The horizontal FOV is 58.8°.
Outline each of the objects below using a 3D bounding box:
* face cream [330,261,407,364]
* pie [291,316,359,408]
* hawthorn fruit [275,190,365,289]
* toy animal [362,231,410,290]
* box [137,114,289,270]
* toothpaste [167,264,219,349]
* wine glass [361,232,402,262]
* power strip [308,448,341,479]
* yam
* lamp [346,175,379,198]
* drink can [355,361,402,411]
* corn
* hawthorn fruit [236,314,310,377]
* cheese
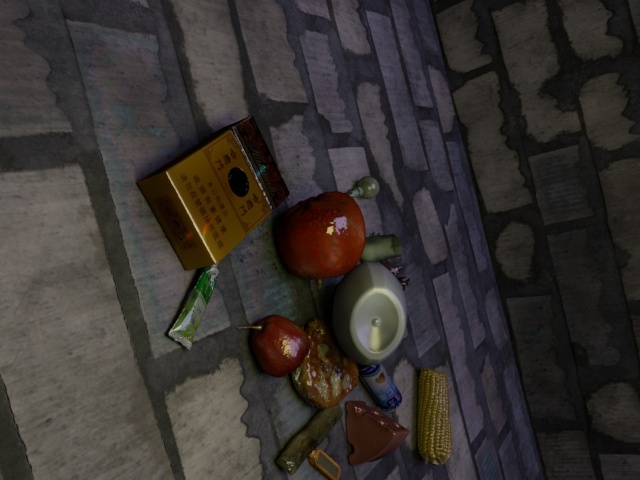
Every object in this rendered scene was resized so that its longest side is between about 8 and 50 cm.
[{"bbox_3d":[0.147,0.222,1.774,0.357,0.219,0.313,-140,-127,-84],"label":"face cream"},{"bbox_3d":[0.004,0.386,1.761,0.308,0.085,0.309,26,57,-49],"label":"pie"},{"bbox_3d":[0.000,0.000,1.732,0.275,0.275,0.300,-7,98,-57],"label":"hawthorn fruit"},{"bbox_3d":[0.235,0.099,2.237,0.243,0.087,0.260,-21,98,-43],"label":"toy animal"},{"bbox_3d":[-0.261,-0.140,1.513,0.415,0.115,0.265,-48,118,-51],"label":"box"},{"bbox_3d":[-0.305,0.146,1.414,0.078,0.046,0.248,47,45,-35],"label":"toothpaste"},{"bbox_3d":[0.179,0.034,2.024,0.103,0.222,0.103,19,67,-52],"label":"wine glass"},{"bbox_3d":[0.007,0.674,1.718,0.178,0.028,0.049,53,40,-34],"label":"power strip"},{"bbox_3d":[-0.025,0.572,1.671,0.317,0.071,0.067,-31,141,-56],"label":"yam"},{"bbox_3d":[0.157,-0.193,2.208,0.163,0.091,0.091,-28,103,-40],"label":"lamp"},{"bbox_3d":[0.202,0.498,2.014,0.235,0.097,0.097,58,37,-26],"label":"drink can"},{"bbox_3d":[0.456,0.702,2.292,0.144,0.143,0.388,32,53,-48],"label":"corn"},{"bbox_3d":[-0.130,0.270,1.563,0.203,0.162,0.163,49,40,-14],"label":"hawthorn fruit"},{"bbox_3d":[0.156,0.660,1.885,0.128,0.202,0.177,22,92,-56],"label":"cheese"}]
